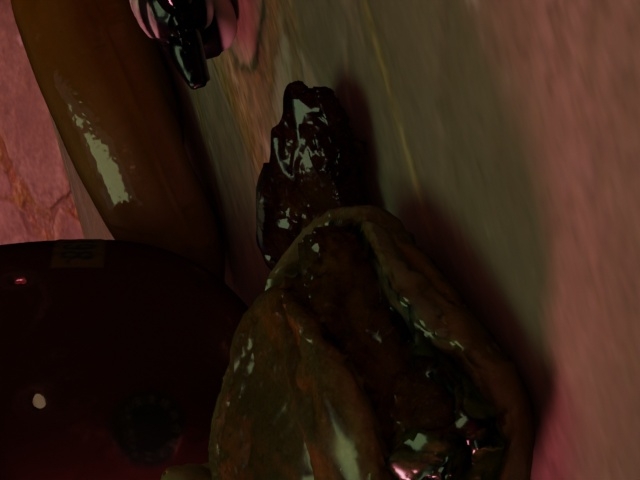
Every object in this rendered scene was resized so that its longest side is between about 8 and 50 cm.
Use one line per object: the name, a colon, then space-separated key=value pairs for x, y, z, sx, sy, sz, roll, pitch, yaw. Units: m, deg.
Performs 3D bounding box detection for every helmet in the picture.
helmet: x=-0.142 y=0.135 z=0.976 sx=0.385 sy=0.230 sz=0.337 roll=-147 pitch=44 yaw=-80

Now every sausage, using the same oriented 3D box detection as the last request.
sausage: x=-0.175 y=-0.104 z=1.095 sx=0.354 sy=0.116 sz=0.134 roll=66 pitch=154 yaw=16

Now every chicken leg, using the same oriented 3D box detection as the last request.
chicken leg: x=-0.003 y=-0.006 z=0.684 sx=0.093 sy=0.053 sz=0.205 roll=51 pitch=160 yaw=25

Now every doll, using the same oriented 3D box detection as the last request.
doll: x=-0.101 y=-0.177 z=0.831 sx=0.219 sy=0.067 sz=0.091 roll=-116 pitch=14 yaw=-54

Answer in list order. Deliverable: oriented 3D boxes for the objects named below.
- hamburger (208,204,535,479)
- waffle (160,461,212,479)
hamburger: x=0.026 y=0.096 z=0.573 sx=0.183 sy=0.130 sz=0.206 roll=56 pitch=138 yaw=47
waffle: x=0.006 y=0.261 z=0.718 sx=0.317 sy=0.073 sz=0.297 roll=60 pitch=180 yaw=4
